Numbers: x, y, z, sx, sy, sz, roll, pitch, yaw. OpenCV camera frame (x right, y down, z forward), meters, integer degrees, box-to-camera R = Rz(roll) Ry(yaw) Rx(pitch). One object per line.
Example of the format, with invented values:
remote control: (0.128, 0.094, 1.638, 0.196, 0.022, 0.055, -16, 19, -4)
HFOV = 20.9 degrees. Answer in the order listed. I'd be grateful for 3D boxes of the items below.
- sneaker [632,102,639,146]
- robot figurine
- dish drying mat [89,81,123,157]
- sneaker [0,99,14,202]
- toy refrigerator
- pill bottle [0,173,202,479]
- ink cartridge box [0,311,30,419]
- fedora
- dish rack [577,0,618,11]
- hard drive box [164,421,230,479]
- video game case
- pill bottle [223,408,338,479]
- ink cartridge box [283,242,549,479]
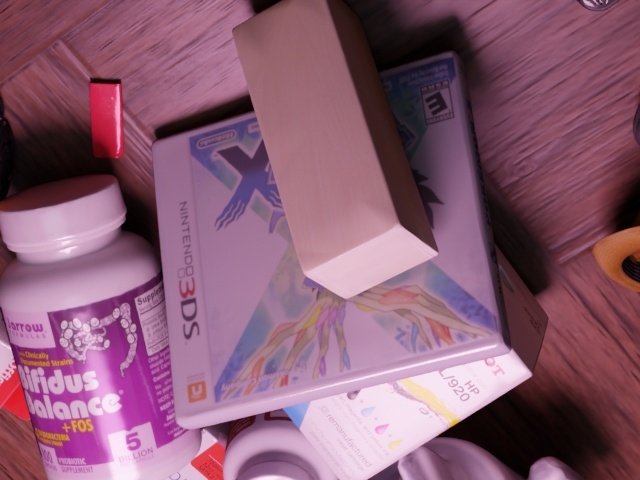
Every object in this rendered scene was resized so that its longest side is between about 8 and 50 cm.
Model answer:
sneaker: (0.463, -0.093, 1.629, 0.330, 0.146, 0.122, 2, 122, 5)
robot figurine: (0.157, 0.333, 1.834, 0.300, 0.200, 0.353, -33, 144, 15)
dish drying mat: (-0.214, -0.121, 1.739, 0.032, 0.008, 0.083, 3, 120, 2)
sneaker: (-0.384, -0.130, 1.707, 0.121, 0.099, 0.262, -2, 113, 14)
toy refrigerator: (0.013, -0.092, 1.593, 0.102, 0.269, 0.094, -27, 151, 18)
pill bottle: (-0.232, 0.093, 1.759, 0.169, 0.169, 0.301, -10, 105, 10)
ink cartridge box: (-0.386, 0.118, 1.854, 0.231, 0.078, 0.134, 32, 118, -15)
fedora: (0.363, -0.006, 1.701, 0.194, 0.079, 0.194, 8, 157, 4)
dish rack: (0.236, -0.349, 1.535, 0.208, 0.074, 0.271, -39, 109, 22)
hard drive box: (-0.145, 0.297, 1.938, 0.232, 0.089, 0.181, -38, 112, 23)
video game case: (0.000, 0.000, 1.637, 0.329, 0.300, 0.036, -15, 157, 19)
pill bottle: (-0.038, 0.214, 1.805, 0.121, 0.216, 0.121, 2, 121, 4)
ink cartridge box: (0.083, 0.098, 1.738, 0.233, 0.168, 0.171, -35, 99, 21)
